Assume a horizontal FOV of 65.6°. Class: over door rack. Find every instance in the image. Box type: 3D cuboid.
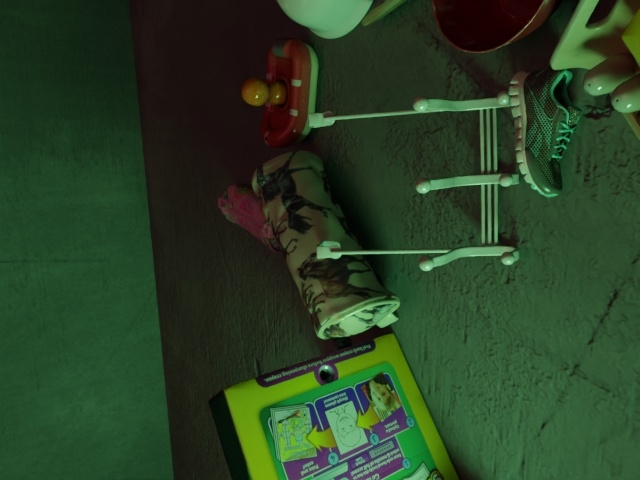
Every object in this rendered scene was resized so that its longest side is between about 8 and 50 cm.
[{"bbox_3d":[0.120,-0.082,0.737,0.324,0.108,0.240,1,99,26],"label":"over door rack"}]

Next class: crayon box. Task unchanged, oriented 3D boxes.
[{"bbox_3d":[0.033,0.360,0.853,0.106,0.362,0.313,-47,59,51],"label":"crayon box"}]

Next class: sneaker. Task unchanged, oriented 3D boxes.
[{"bbox_3d":[0.287,-0.139,0.619,0.076,0.065,0.167,-10,91,53],"label":"sneaker"}]

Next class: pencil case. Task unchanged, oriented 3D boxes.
[{"bbox_3d":[-0.152,-0.062,1.246,0.284,0.124,0.124,29,122,49],"label":"pencil case"},{"bbox_3d":[0.000,0.000,0.983,0.159,0.183,0.410,-34,60,14],"label":"pencil case"}]

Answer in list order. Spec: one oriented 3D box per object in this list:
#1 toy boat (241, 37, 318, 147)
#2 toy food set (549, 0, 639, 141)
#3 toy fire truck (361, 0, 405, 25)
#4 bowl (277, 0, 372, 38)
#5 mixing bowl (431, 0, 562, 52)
[{"bbox_3d":[-0.100,-0.316,1.072,0.151,0.151,0.231,32,124,49],"label":"toy boat"},{"bbox_3d":[0.320,-0.105,0.445,0.220,0.092,0.306,60,-173,-73],"label":"toy food set"},{"bbox_3d":[0.096,-0.408,0.717,0.158,0.217,0.246,52,152,36],"label":"toy fire truck"},{"bbox_3d":[-0.021,-0.535,0.915,0.297,0.134,0.298,18,112,53],"label":"bowl"},{"bbox_3d":[0.235,-0.325,0.613,0.181,0.098,0.182,20,114,53],"label":"mixing bowl"}]
